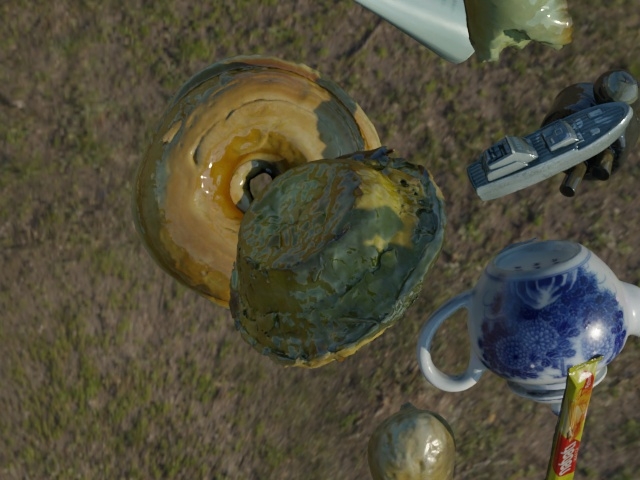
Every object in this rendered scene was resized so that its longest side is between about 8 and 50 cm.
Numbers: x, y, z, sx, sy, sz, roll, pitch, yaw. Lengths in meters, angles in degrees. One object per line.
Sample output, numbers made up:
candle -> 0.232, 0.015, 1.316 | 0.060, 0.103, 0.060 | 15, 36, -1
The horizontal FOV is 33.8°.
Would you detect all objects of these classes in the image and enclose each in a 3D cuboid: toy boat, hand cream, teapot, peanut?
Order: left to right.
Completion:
hand cream -> 0.041, -0.287, 1.108 | 0.320, 0.067, 0.109 | 27, 57, -21
peanut -> 0.133, 0.328, 1.527 | 0.129, 0.224, 0.129 | -2, 37, 2
teapot -> 0.361, 0.152, 1.665 | 0.423, 0.252, 0.280 | -11, 106, 7
toy boat -> 0.343, -0.142, 1.576 | 0.260, 0.085, 0.078 | -25, 46, 11

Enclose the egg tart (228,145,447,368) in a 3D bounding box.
egg tart -> 0.000, 0.000, 1.169 | 0.116, 0.294, 0.295 | 46, 53, -38

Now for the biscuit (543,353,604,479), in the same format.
biscuit -> 0.318, 0.243, 1.345 | 0.048, 0.292, 0.026 | -24, 48, -19

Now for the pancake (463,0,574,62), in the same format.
pancake -> 0.031, -0.257, 0.493 | 0.054, 0.197, 0.377 | -18, 77, -1

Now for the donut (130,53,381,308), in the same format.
donut -> -0.106, -0.097, 1.810 | 0.448, 0.198, 0.449 | 0, 92, -5

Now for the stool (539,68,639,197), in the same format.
stool -> 0.435, -0.183, 1.731 | 0.153, 0.228, 0.139 | 20, 51, 23
